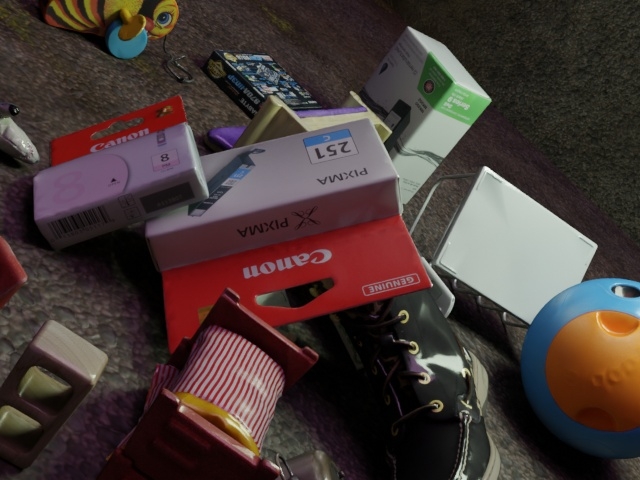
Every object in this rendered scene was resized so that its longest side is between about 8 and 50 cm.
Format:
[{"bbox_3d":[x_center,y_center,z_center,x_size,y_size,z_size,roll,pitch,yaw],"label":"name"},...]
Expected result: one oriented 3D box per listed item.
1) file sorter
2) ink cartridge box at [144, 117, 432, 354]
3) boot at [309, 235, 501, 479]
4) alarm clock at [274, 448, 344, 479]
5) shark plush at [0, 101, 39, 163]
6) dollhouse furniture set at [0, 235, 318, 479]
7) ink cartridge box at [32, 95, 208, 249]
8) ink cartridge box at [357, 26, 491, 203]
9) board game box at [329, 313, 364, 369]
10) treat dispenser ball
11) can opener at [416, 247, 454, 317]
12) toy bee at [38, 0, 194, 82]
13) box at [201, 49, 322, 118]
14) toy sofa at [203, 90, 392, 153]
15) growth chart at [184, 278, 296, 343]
[{"bbox_3d":[0.317,0.022,1.595,0.277,0.193,0.173,32,-10,-19],"label":"file sorter"},{"bbox_3d":[-0.049,-0.018,1.000,0.261,0.296,0.066,-108,-174,-49],"label":"ink cartridge box"},{"bbox_3d":[0.091,0.143,1.037,0.284,0.138,0.377,58,22,-12],"label":"boot"},{"bbox_3d":[-0.003,0.253,0.814,0.129,0.064,0.192,-108,173,-45],"label":"alarm clock"},{"bbox_3d":[-0.412,-0.144,1.062,0.161,0.073,0.067,26,-2,22],"label":"shark plush"},{"bbox_3d":[-0.205,0.094,0.778,0.374,0.152,0.201,36,24,-8],"label":"dollhouse furniture set"},{"bbox_3d":[-0.246,-0.104,1.048,0.066,0.189,0.232,73,-3,-47],"label":"ink cartridge box"},{"bbox_3d":[0.177,-0.252,1.794,0.121,0.289,0.211,14,34,-40],"label":"ink cartridge box"},{"bbox_3d":[0.046,0.025,1.293,0.193,0.053,0.305,-10,72,-61],"label":"board game box"},{"bbox_3d":[0.471,0.205,1.413,0.288,0.288,0.288,32,24,-17],"label":"treat dispenser ball"},{"bbox_3d":[0.129,0.032,1.484,0.093,0.074,0.280,13,35,-45],"label":"can opener"},{"bbox_3d":[-0.315,-0.401,1.489,0.195,0.162,0.298,47,24,21],"label":"toy bee"},{"bbox_3d":[-0.112,-0.306,1.756,0.175,0.051,0.220,45,24,11],"label":"box"},{"bbox_3d":[-0.032,-0.187,1.541,0.177,0.150,0.362,46,24,10],"label":"toy sofa"},{"bbox_3d":[-0.107,0.036,1.102,0.172,0.021,0.237,26,27,-28],"label":"growth chart"}]
